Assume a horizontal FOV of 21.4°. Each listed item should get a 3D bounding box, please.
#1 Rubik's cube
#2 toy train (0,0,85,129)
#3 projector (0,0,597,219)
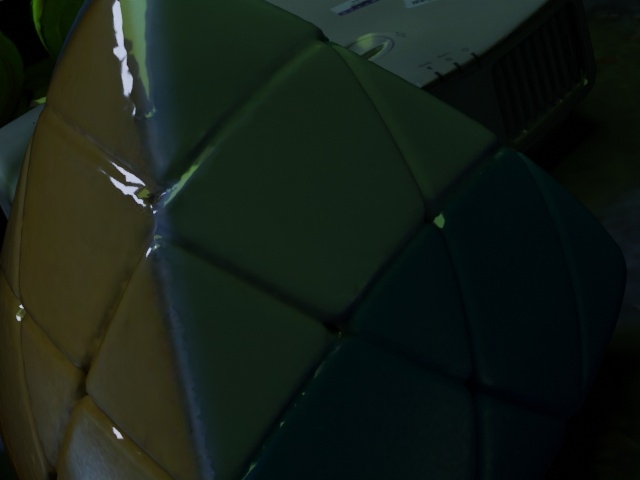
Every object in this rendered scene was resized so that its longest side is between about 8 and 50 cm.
[{"bbox_3d":[0.000,0.000,0.596,0.254,0.254,0.254,-15,31,9],"label":"Rubik's cube"},{"bbox_3d":[-0.192,-0.079,0.886,0.296,0.160,0.100,-23,49,-8],"label":"toy train"},{"bbox_3d":[-0.008,-0.048,0.795,0.269,0.088,0.193,-29,33,-13],"label":"projector"}]
